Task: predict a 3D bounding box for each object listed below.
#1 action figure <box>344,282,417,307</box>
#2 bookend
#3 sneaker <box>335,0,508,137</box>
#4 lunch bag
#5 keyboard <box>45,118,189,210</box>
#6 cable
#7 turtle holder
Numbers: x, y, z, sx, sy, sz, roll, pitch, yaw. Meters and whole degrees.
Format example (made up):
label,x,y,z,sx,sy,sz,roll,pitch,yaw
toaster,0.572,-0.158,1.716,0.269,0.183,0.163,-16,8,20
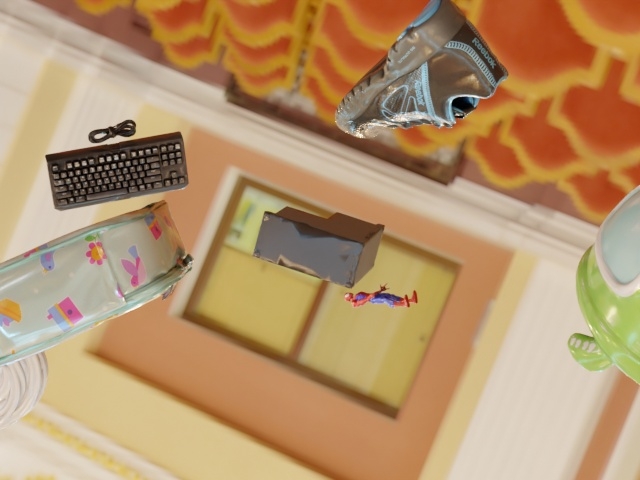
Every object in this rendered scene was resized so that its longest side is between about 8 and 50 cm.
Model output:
label,x,y,z,sx,sy,sz,roll,pitch,yaw
action figure,0.082,0.081,2.013,0.115,0.030,0.038,-4,-164,36
bookend,0.000,0.000,2.110,0.157,0.072,0.156,18,-165,9
sneaker,0.124,-0.189,1.858,0.139,0.125,0.341,42,159,-3
lunch bag,-0.279,0.050,1.603,0.279,0.108,0.224,-23,-178,4
keyboard,-0.266,-0.102,1.843,0.180,0.108,0.023,-11,-159,-14
cable,-0.538,0.186,2.127,0.257,0.257,0.089,59,-166,-34
turtle holder,0.392,0.051,1.470,0.243,0.227,0.320,35,-144,12
